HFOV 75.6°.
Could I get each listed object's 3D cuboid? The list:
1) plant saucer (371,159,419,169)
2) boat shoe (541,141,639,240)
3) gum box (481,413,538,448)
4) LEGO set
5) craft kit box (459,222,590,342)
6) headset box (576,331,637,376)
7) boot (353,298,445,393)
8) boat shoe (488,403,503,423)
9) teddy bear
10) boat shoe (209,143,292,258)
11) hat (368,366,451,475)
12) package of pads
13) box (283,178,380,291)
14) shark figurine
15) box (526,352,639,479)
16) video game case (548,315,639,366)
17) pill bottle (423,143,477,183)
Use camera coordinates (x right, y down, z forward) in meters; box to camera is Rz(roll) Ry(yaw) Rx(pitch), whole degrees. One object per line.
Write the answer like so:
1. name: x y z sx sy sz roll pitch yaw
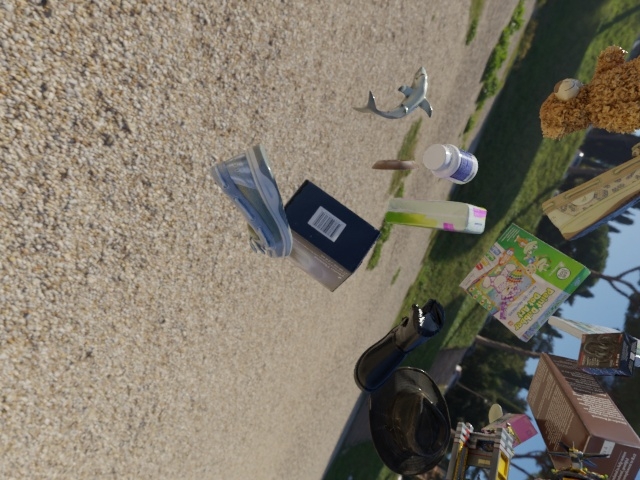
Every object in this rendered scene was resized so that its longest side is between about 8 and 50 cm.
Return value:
1. plant saucer: 0.309 -0.316 1.712 0.198 0.198 0.036 -27 119 -61
2. boat shoe: 0.527 -0.114 0.705 0.285 0.089 0.104 -41 152 25
3. gum box: 0.602 0.614 1.331 0.107 0.062 0.188 -27 158 -6
4. LEGO set: 0.398 0.464 0.771 0.331 0.255 0.192 -28 -156 48
5. craft kit box: 0.563 0.112 1.171 0.060 0.247 0.250 27 104 -40
6. headset box: 0.462 0.185 0.673 0.062 0.032 0.083 -63 -169 -21
7. boot: 0.201 0.263 1.053 0.246 0.094 0.207 -36 164 -36
8. boat shoe: 0.658 0.677 1.535 0.042 0.048 0.133 15 72 -44
9. teddy bear: 0.633 -0.318 0.855 0.113 0.337 0.245 32 79 -40
10. boat shoe: -0.124 -0.056 0.815 0.103 0.118 0.320 -18 154 -6
11. hat: 0.309 0.573 1.311 0.331 0.331 0.134 -56 -176 -24
12. package of pads: 0.413 -0.090 1.469 0.229 0.296 0.101 2 97 -54
13. box: 0.000 0.000 1.388 0.183 0.296 0.294 -53 177 -20
14. shark figurine: 0.260 -0.454 1.405 0.278 0.166 0.116 -30 -169 -15
15. box: 0.719 0.504 1.160 0.381 0.143 0.191 -51 150 -69
16. video game case: 0.996 0.346 1.370 0.329 0.299 0.036 -137 -119 -74
17. pill bottle: 0.429 -0.257 1.371 0.186 0.112 0.112 7 110 -43
